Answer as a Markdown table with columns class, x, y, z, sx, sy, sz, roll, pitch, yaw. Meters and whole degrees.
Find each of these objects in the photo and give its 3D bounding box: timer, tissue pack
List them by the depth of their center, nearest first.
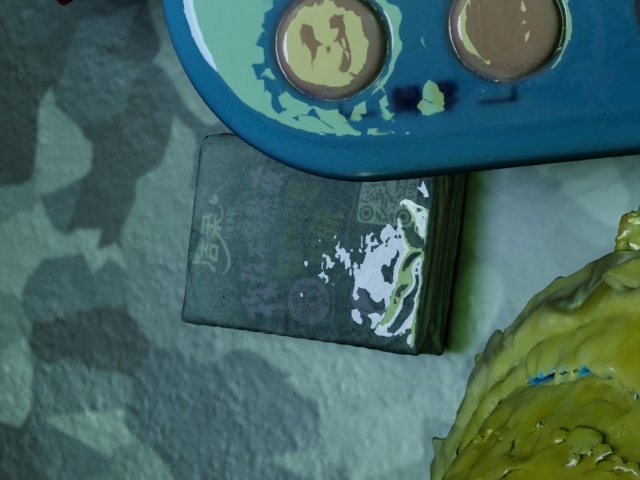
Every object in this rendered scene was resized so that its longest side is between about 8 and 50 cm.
| class | x | y | z | sx | sy | sz | roll | pitch | yaw |
| --- | --- | --- | --- | --- | --- | --- | --- | --- | --- |
| timer | 0.087 | -0.190 | 0.965 | 0.340 | 0.115 | 0.309 | -6 | 88 | 3 |
| tissue pack | 0.000 | 0.000 | 1.098 | 0.156 | 0.051 | 0.112 | 7 | 90 | 29 |

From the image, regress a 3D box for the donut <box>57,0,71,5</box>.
| class | x | y | z | sx | sy | sz | roll | pitch | yaw |
| --- | --- | --- | --- | --- | --- | --- | --- | --- | --- |
| donut | -0.152 | -0.273 | 1.070 | 0.136 | 0.259 | 0.345 | 9 | 72 | 0 |

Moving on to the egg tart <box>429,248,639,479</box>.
| class | x | y | z | sx | sy | sz | roll | pitch | yaw |
| --- | --- | --- | --- | --- | --- | --- | --- | --- | --- |
| egg tart | 0.160 | 0.195 | 0.896 | 0.388 | 0.169 | 0.388 | 21 | 119 | 44 |

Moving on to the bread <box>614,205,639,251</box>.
| class | x | y | z | sx | sy | sz | roll | pitch | yaw |
| --- | --- | --- | --- | --- | --- | --- | --- | --- | --- |
| bread | 0.230 | 0.033 | 0.964 | 0.187 | 0.065 | 0.103 | 2 | 92 | 33 |
